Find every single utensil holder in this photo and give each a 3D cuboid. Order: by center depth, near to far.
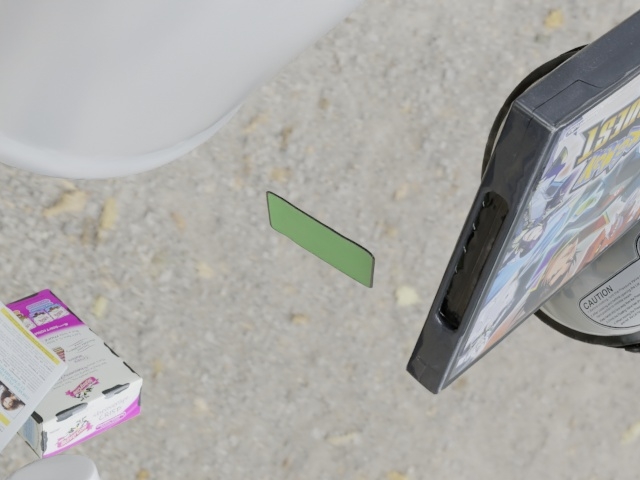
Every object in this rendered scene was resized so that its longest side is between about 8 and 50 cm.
[{"bbox_3d":[-0.111,-0.246,0.863,0.327,0.385,0.328,7,74,-25],"label":"utensil holder"}]

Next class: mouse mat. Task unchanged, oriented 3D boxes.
[{"bbox_3d":[0.000,0.000,1.955,0.007,0.189,0.152,-54,168,-17],"label":"mouse mat"}]

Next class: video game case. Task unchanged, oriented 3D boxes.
[{"bbox_3d":[0.179,-0.049,0.853,0.275,0.035,0.248,-36,156,-35],"label":"video game case"}]

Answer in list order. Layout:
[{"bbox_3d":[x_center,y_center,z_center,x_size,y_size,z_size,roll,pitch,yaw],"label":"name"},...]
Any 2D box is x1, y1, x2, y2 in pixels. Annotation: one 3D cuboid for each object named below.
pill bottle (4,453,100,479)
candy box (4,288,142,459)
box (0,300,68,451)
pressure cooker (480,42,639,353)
[{"bbox_3d":[-0.202,0.292,1.112,0.117,0.117,0.215,-28,116,-35],"label":"pill bottle"},{"bbox_3d":[-0.372,0.176,1.788,0.159,0.233,0.071,-23,136,-36],"label":"candy box"},{"bbox_3d":[-0.321,0.148,1.195,0.100,0.244,0.060,45,111,-7],"label":"box"},{"bbox_3d":[0.395,-0.059,1.577,0.420,0.375,0.370,-8,112,-42],"label":"pressure cooker"}]
